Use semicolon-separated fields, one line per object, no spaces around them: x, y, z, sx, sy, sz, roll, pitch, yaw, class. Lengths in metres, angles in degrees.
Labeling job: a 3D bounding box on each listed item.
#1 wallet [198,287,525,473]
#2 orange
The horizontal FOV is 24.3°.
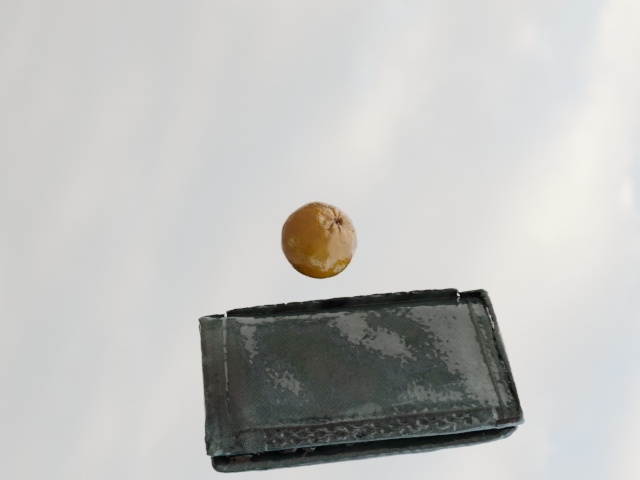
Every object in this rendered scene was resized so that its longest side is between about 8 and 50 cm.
0.038;0.152;1.659;0.237;0.342;0.075;-100;-175;-51;wallet
0.000;0.000;1.559;0.070;0.083;0.083;-35;-129;42;orange
